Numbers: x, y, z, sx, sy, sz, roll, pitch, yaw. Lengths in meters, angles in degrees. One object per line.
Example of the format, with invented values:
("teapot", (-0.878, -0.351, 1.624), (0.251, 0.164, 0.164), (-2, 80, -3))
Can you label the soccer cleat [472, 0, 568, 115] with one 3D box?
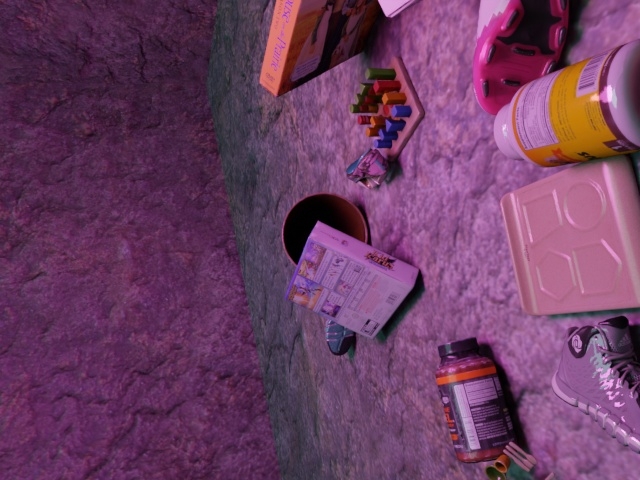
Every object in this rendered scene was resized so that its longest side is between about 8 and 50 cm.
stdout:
("soccer cleat", (0.280, -0.346, 0.737), (0.143, 0.116, 0.331), (-87, 1, -60))

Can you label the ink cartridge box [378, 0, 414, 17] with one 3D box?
("ink cartridge box", (0.131, -0.508, 0.782), (0.272, 0.198, 0.115), (58, 162, -15))

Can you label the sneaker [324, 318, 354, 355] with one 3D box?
("sneaker", (0.052, 0.213, 1.530), (0.098, 0.083, 0.223), (83, -176, -87))

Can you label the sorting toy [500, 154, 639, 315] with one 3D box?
("sorting toy", (0.346, 0.001, 0.729), (0.208, 0.038, 0.192), (154, 109, -63))

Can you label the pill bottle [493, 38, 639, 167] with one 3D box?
("pill bottle", (0.314, -0.154, 0.649), (0.215, 0.117, 0.117), (179, 85, -70))

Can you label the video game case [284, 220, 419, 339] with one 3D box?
("video game case", (0.062, 0.101, 1.231), (0.269, 0.244, 0.061), (114, -179, -52))

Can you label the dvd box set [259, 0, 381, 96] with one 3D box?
("dvd box set", (0.040, -0.505, 1.047), (0.062, 0.308, 0.420), (44, 146, 12))

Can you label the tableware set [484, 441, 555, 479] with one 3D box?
("tableware set", (0.325, 0.382, 0.801), (0.154, 0.024, 0.104), (36, 135, 25))

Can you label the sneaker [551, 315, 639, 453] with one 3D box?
("sneaker", (0.370, 0.162, 0.636), (0.229, 0.086, 0.132), (-155, 63, -67))

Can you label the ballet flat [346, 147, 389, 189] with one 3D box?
("ballet flat", (0.111, -0.160, 1.238), (0.079, 0.077, 0.221), (47, 175, -5))

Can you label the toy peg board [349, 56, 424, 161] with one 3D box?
("toy peg board", (0.132, -0.280, 1.151), (0.161, 0.079, 0.160), (118, 141, -57))

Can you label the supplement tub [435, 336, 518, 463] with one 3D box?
("supplement tub", (0.261, 0.271, 0.920), (0.106, 0.106, 0.197), (130, 131, -62))

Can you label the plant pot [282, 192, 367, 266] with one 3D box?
("plant pot", (0.000, 0.000, 1.439), (0.230, 0.216, 0.215), (129, 133, -81))
